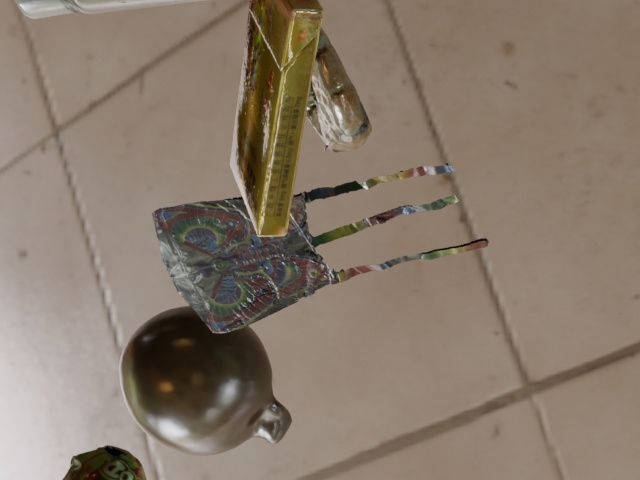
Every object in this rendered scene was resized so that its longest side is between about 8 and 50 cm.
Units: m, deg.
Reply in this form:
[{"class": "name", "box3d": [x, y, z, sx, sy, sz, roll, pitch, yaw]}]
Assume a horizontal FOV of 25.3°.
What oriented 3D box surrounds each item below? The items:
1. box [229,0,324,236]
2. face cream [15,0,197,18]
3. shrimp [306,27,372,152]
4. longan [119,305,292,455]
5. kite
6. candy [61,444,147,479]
[{"class": "box", "box3d": [-0.030, -0.089, 0.869, 0.089, 0.022, 0.156, -115, 29, -49]}, {"class": "face cream", "box3d": [-0.173, -0.300, 1.495, 0.314, 0.089, 0.143, -9, 123, 15]}, {"class": "shrimp", "box3d": [-0.012, -0.234, 1.877, 0.085, 0.360, 0.247, -25, 105, -3]}, {"class": "longan", "box3d": [-0.123, 0.160, 1.577, 0.204, 0.159, 0.185, 32, 149, -8]}, {"class": "kite", "box3d": [0.000, 0.000, 1.262, 0.285, 0.015, 0.152, -13, 126, 13]}, {"class": "candy", "box3d": [-0.186, 0.191, 1.057, 0.194, 0.062, 0.058, -27, 37, 54]}]
